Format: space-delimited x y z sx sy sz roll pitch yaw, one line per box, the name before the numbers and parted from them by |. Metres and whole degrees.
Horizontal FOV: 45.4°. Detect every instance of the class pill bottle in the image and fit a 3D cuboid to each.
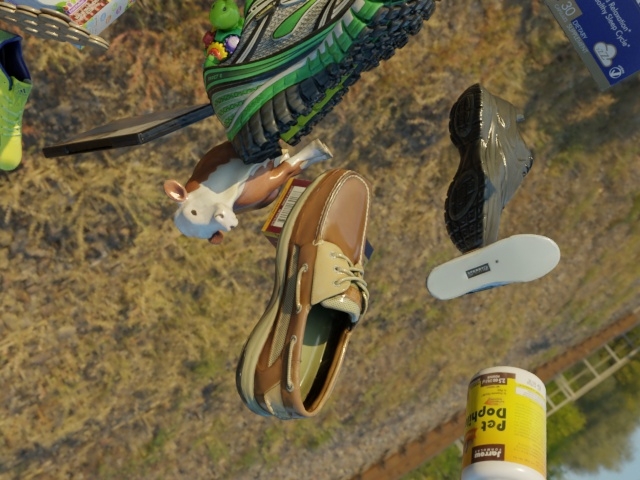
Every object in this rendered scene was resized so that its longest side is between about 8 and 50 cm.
pill bottle | 0.266 0.299 1.105 0.117 0.117 0.215 120 -13 -49

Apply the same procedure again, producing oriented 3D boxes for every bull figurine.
bull figurine | -0.085 -0.088 0.967 0.188 0.101 0.310 -32 -172 6

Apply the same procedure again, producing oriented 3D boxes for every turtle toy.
turtle toy | -0.133 -0.283 1.104 0.066 0.095 0.130 -26 128 -49

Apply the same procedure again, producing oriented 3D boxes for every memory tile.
memory tile | -0.349 -0.272 0.963 0.113 0.148 0.012 18 88 -65

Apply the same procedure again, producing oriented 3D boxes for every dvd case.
dvd case | -0.314 -0.182 1.261 0.253 0.022 0.180 -1 -158 37

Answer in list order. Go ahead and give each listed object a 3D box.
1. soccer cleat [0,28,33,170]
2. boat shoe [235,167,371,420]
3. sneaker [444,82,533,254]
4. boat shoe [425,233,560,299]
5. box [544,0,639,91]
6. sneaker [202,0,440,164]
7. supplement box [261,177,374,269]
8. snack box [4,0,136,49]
soccer cleat | -0.643 -0.284 1.567 0.093 0.121 0.289 -46 137 -68
boat shoe | 0.008 0.070 0.950 0.123 0.120 0.324 27 76 -41
sneaker | 0.273 -0.104 1.197 0.130 0.286 0.109 14 164 -23
boat shoe | 0.234 0.034 1.063 0.183 0.065 0.083 -16 179 8
box | 0.387 -0.285 0.864 0.225 0.136 0.036 -30 -165 33
sneaker | -0.002 -0.231 0.780 0.343 0.146 0.134 -39 173 26
supplement box | 0.000 0.000 1.208 0.104 0.081 0.188 -63 143 -21
snack box | -0.461 -0.481 1.446 0.207 0.174 0.070 -56 177 -35
